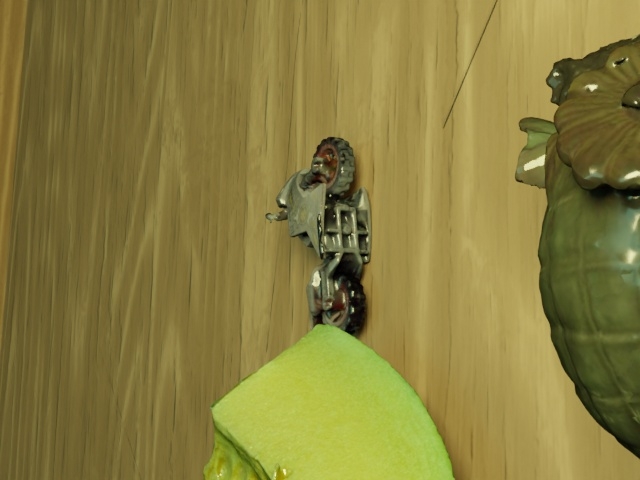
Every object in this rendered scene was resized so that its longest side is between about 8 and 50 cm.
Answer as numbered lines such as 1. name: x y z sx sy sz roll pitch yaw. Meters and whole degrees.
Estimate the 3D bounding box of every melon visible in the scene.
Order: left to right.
1. melon: 0.011 0.285 1.236 0.343 0.226 0.331 40 107 42

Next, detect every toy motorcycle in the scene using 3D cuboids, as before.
1. toy motorcycle: 0.000 0.000 1.451 0.122 0.080 0.215 -23 67 56

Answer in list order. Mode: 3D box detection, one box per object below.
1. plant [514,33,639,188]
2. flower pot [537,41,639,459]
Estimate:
1. plant: 0.235 -0.076 1.010 0.203 0.131 0.142 -22 65 46
2. flower pot: 0.271 -0.001 0.773 0.213 0.302 0.302 -7 76 57
